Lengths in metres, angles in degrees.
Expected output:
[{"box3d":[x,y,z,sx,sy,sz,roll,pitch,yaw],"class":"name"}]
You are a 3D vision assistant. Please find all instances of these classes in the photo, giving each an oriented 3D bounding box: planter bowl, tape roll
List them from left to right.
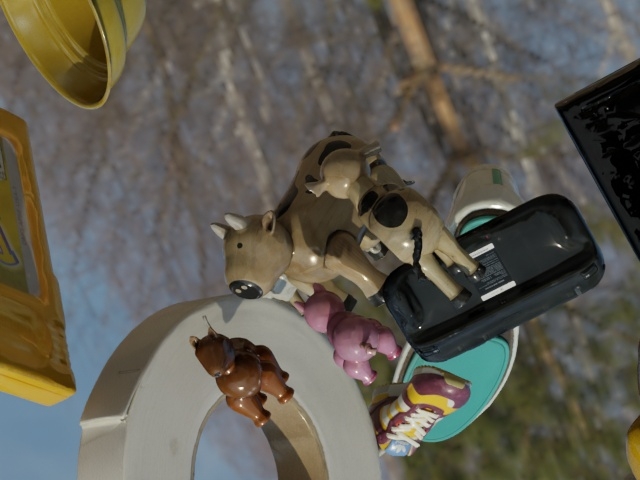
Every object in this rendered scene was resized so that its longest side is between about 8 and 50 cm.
[{"box3d":[-0.235,-0.246,1.762,0.090,0.217,0.217,-32,-158,-26],"class":"planter bowl"},{"box3d":[-0.083,0.247,1.805,0.072,0.392,0.392,-11,-158,40],"class":"tape roll"}]

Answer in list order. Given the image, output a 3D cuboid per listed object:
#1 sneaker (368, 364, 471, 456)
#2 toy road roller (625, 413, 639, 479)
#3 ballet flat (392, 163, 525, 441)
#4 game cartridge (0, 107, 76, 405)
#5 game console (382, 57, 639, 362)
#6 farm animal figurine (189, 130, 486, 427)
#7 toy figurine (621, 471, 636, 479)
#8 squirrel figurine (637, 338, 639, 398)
[{"box3d":[0.103,0.193,1.938,0.185,0.070,0.083,-37,-149,63],"class":"sneaker"},{"box3d":[0.430,0.253,1.733,0.241,0.329,0.202,29,-125,34],"class":"toy road roller"},{"box3d":[0.176,0.073,2.146,0.139,0.400,0.139,7,-138,-6],"class":"ballet flat"},{"box3d":[-0.359,-0.021,1.710,0.053,0.285,0.323,-29,-121,22],"class":"game cartridge"},{"box3d":[0.222,-0.013,1.637,0.361,0.213,0.044,-27,-169,12],"class":"game console"},{"box3d":[0.000,0.000,1.681,0.330,0.172,0.326,-35,-162,32],"class":"farm animal figurine"},{"box3d":[0.478,0.372,2.353,0.213,0.148,0.209,-35,-172,39],"class":"toy figurine"},{"box3d":[0.446,0.089,1.332,0.370,0.281,0.397,36,-99,27],"class":"squirrel figurine"}]
